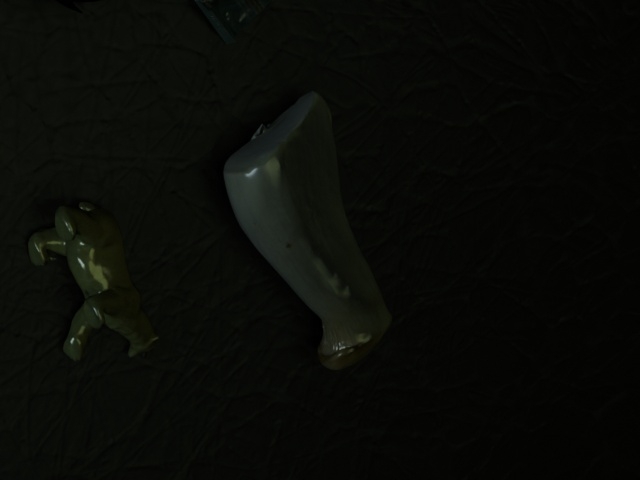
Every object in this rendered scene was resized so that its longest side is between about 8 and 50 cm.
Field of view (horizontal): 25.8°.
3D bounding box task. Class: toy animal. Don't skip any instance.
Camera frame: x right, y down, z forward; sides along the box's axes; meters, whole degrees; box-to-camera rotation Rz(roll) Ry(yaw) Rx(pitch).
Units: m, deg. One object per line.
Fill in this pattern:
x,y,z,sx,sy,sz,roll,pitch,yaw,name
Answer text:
-0.252,0.051,1.612,0.101,0.103,0.218,-30,107,-42,toy animal

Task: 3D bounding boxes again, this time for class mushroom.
0.000,0.000,1.687,0.159,0.122,0.328,-28,110,-7,mushroom

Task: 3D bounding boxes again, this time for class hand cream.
-0.044,-0.343,1.641,0.075,0.052,0.248,44,81,-23,hand cream

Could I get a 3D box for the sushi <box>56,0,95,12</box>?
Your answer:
-0.230,-0.415,1.419,0.329,0.285,0.328,29,87,-24,sushi
